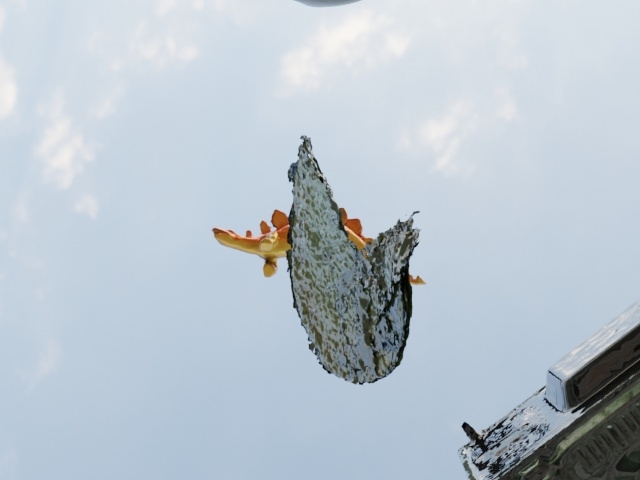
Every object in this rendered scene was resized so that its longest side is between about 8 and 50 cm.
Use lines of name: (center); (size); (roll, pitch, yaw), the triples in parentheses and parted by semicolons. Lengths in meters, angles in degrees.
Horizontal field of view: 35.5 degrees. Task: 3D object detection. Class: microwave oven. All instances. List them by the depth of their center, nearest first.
microwave oven: (0.198, 0.118, 0.529); (0.205, 0.129, 0.163); (-39, -91, 2)

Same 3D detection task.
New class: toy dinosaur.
toy dinosaur: (0.000, 0.000, 1.316); (0.288, 0.070, 0.117); (8, -137, -11)

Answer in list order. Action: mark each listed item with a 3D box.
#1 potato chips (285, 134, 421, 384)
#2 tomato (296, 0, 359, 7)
potato chips: (0.021, 0.023, 0.814); (0.029, 0.202, 0.220); (-6, -164, -24)
tomato: (0.001, -0.398, 1.219); (0.270, 0.222, 0.270); (-2, -159, 1)
